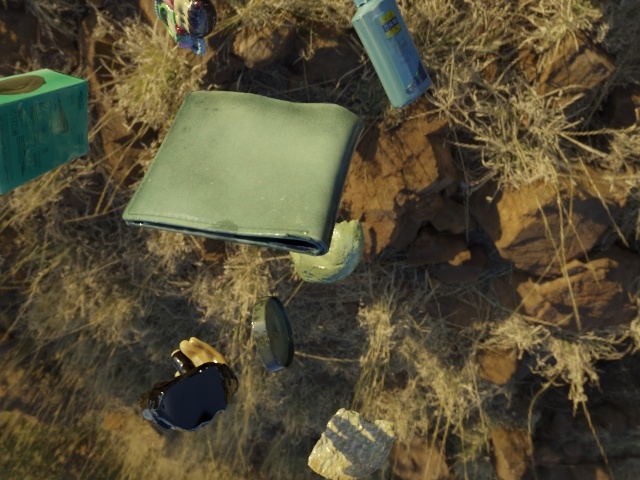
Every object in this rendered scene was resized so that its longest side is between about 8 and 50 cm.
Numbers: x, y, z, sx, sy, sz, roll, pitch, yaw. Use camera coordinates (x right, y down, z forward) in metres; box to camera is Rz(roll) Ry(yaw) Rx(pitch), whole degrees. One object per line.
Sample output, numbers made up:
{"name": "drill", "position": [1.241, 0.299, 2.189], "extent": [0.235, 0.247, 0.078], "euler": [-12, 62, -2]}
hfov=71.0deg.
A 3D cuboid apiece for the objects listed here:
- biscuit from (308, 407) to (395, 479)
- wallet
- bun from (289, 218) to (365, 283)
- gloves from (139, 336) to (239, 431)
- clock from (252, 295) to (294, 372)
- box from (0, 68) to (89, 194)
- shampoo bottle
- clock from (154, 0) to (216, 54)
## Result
{"name": "biscuit", "position": [0.086, 0.572, 1.272], "extent": [0.265, 0.188, 0.040], "euler": [-18, 165, -5]}
{"name": "wallet", "position": [-0.100, -0.105, 0.627], "extent": [0.290, 0.251, 0.054], "euler": [9, 146, 9]}
{"name": "bun", "position": [0.000, 0.000, 1.076], "extent": [0.212, 0.204, 0.126], "euler": [-10, 164, 44]}
{"name": "gloves", "position": [-0.273, 0.299, 0.905], "extent": [0.301, 0.197, 0.152], "euler": [17, 130, 66]}
{"name": "clock", "position": [-0.129, 0.260, 1.268], "extent": [0.041, 0.215, 0.215], "euler": [-15, 132, 12]}
{"name": "box", "position": [-0.685, -0.264, 1.043], "extent": [0.118, 0.311, 0.205], "euler": [21, 122, 1]}
{"name": "shampoo bottle", "position": [0.124, -0.392, 0.862], "extent": [0.061, 0.104, 0.258], "euler": [10, 138, 58]}
{"name": "clock", "position": [-0.353, -0.596, 1.179], "extent": [0.195, 0.100, 0.194], "euler": [49, 157, 15]}
